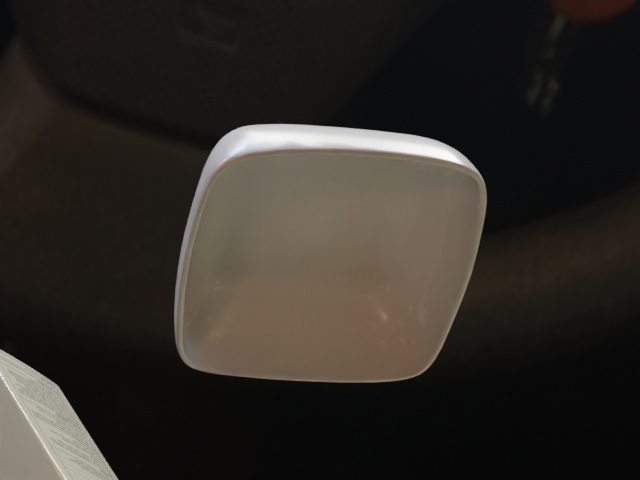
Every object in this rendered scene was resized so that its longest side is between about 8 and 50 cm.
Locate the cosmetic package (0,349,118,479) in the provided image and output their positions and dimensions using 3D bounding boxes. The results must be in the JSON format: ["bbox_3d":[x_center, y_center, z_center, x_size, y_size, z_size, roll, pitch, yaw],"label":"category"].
[{"bbox_3d":[-0.104,0.095,0.728,0.115,0.041,0.060,51,6,38],"label":"cosmetic package"}]

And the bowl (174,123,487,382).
[{"bbox_3d":[0.000,0.000,0.948,0.142,0.142,0.053,3,39,-15],"label":"bowl"}]
